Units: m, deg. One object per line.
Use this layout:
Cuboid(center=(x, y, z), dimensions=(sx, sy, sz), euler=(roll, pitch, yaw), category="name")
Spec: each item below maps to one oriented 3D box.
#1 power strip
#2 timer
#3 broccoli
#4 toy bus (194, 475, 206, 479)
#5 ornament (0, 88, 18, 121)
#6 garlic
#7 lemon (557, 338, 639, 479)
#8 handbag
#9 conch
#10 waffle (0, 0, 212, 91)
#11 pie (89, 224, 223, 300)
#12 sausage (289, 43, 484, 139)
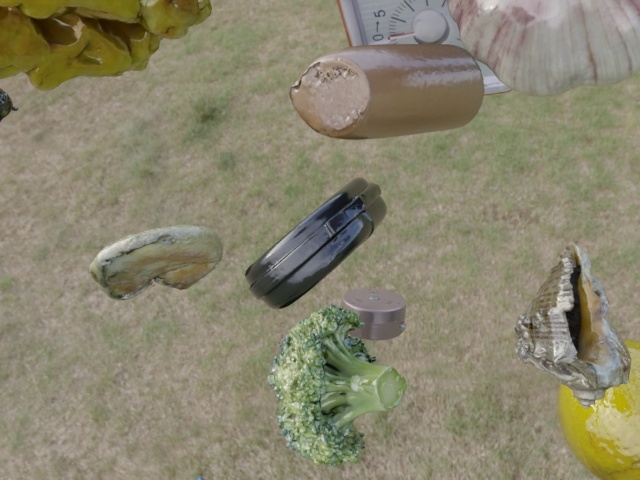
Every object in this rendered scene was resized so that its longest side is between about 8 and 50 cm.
Cuboid(center=(0.124, 0.168, 1.374), dimensions=(0.154, 0.078, 0.154), euler=(2, 15, -1), category="power strip")
Cuboid(center=(0.165, -0.346, 0.933), dimensions=(0.250, 0.257, 0.161), euler=(-16, 48, 8), category="timer")
Cuboid(center=(0.017, 0.277, 1.123), dimensions=(0.235, 0.288, 0.260), euler=(-21, 4, -14), category="broccoli")
Cuboid(center=(-0.250, 0.509, 1.166), dimensions=(0.046, 0.038, 0.083), euler=(41, 74, -3), category="toy bus")
Cuboid(center=(-0.318, -0.153, 0.573), dimensions=(0.028, 0.073, 0.125), euler=(20, 73, 32), category="ornament")
Cuboid(center=(0.244, -0.277, 0.584), dimensions=(0.245, 0.253, 0.245), euler=(-1, 88, 19), category="garlic")
Cuboid(center=(0.590, 0.330, 1.124), dimensions=(0.293, 0.293, 0.293), euler=(-7, 48, 7), category="lemon")
Cuboid(center=(0.001, 0.001, 0.993), dimensions=(0.254, 0.093, 0.308), euler=(-39, 3, 28), category="handbag")
Cuboid(center=(0.369, 0.123, 0.869), dimensions=(0.163, 0.178, 0.245), euler=(-1, 85, 12), category="conch")
Cuboid(center=(-0.238, -0.242, 0.419), dimensions=(0.324, 0.151, 0.261), euler=(-6, 58, -49), category="waffle")
Cuboid(center=(-0.381, 0.048, 1.419), dimensions=(0.338, 0.337, 0.075), euler=(-21, 68, -6), category="pie")
Cuboid(center=(0.094, -0.198, 0.791), dimensions=(0.253, 0.123, 0.123), euler=(-16, 42, -36), category="sausage")
